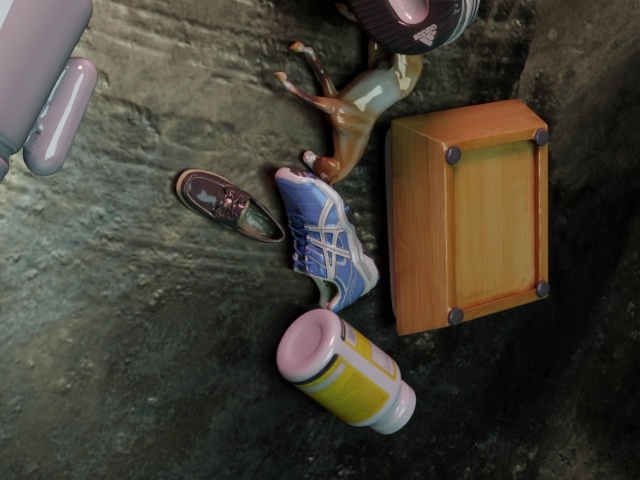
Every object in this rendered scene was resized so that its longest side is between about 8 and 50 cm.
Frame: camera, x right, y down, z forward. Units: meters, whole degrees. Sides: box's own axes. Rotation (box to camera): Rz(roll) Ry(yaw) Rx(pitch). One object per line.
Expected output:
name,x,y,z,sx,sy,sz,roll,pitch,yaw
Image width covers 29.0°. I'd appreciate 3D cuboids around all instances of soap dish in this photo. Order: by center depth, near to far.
soap dish,0.201,-0.029,1.647,0.228,0.118,0.291,-12,107,-34

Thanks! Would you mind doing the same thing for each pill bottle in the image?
pill bottle,0.038,0.173,1.579,0.184,0.103,0.103,40,75,-33

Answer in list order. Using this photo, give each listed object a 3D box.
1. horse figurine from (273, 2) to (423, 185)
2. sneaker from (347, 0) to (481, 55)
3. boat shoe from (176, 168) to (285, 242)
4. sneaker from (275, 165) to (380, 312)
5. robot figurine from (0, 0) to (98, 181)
horse figurine,0.053,-0.208,1.548,0.263,0.066,0.174,-47,115,-16
sneaker,0.058,-0.433,1.485,0.448,0.169,0.257,65,22,-2
boat shoe,-0.102,-0.040,1.476,0.152,0.049,0.056,27,83,-35
sneaker,0.000,0.000,1.537,0.081,0.080,0.211,-44,119,-24
robot figurine,-0.352,-0.180,1.184,0.300,0.199,0.354,32,79,-29
